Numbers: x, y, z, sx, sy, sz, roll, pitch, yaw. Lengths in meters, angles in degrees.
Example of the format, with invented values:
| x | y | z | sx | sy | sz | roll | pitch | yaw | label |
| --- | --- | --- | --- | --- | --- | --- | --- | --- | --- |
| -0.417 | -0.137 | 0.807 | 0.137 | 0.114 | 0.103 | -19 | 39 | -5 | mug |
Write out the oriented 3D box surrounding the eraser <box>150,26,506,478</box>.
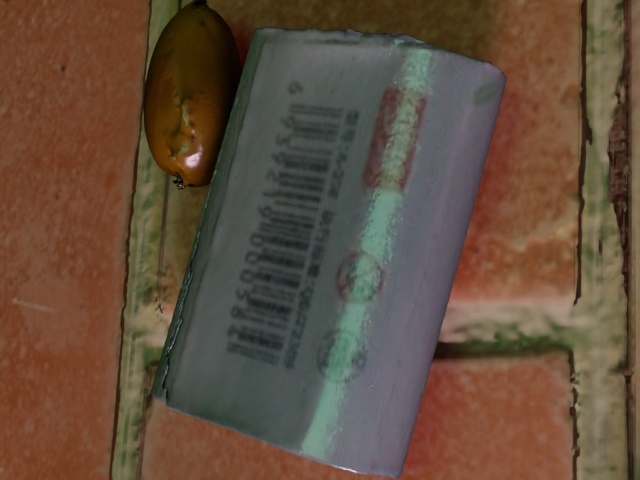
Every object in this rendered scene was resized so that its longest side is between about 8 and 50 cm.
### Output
| x | y | z | sx | sy | sz | roll | pitch | yaw | label |
| --- | --- | --- | --- | --- | --- | --- | --- | --- | --- |
| 0.000 | 0.000 | 0.699 | 0.174 | 0.081 | 0.227 | 13 | 87 | 42 | eraser |

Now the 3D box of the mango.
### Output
| x | y | z | sx | sy | sz | roll | pitch | yaw | label |
| --- | --- | --- | --- | --- | --- | --- | --- | --- | --- |
| -0.078 | -0.092 | 0.790 | 0.077 | 0.063 | 0.127 | -32 | 54 | 52 | mango |
